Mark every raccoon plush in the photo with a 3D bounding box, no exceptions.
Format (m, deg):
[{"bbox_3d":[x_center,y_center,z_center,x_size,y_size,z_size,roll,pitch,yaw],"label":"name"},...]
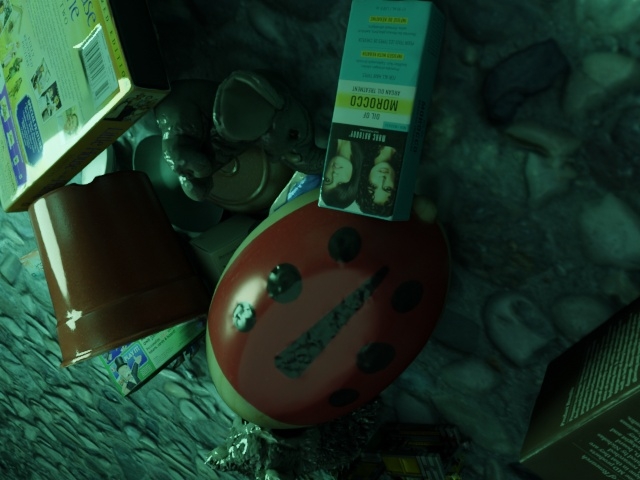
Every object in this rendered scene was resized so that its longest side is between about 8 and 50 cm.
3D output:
[{"bbox_3d":[-0.014,0.423,1.129,0.216,0.299,0.446,-7,119,37],"label":"raccoon plush"}]

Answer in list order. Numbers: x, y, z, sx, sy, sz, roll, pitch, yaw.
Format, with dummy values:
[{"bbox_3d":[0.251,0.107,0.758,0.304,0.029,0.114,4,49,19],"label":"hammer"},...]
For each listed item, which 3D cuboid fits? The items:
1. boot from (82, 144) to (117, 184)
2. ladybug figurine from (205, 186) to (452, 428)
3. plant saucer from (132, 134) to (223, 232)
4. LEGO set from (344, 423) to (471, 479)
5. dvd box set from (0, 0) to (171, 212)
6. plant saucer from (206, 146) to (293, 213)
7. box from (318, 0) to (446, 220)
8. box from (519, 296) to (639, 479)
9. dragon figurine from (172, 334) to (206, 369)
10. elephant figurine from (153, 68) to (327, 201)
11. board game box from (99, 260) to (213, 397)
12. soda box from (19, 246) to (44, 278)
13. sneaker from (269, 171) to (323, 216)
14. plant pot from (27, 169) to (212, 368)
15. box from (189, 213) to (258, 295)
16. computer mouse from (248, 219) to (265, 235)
[{"bbox_3d":[-0.405,-0.099,1.161,0.069,0.086,0.189,23,106,31],"label":"boot"},{"bbox_3d":[0.000,0.108,0.853,0.305,0.162,0.449,37,111,-3],"label":"ladybug figurine"},{"bbox_3d":[-0.241,-0.104,1.060,0.195,0.037,0.194,18,131,22],"label":"plant saucer"},{"bbox_3d":[0.167,0.477,1.064,0.192,0.331,0.254,-12,95,38],"label":"LEGO set"},{"bbox_3d":[-0.395,-0.257,0.890,0.421,0.062,0.307,-26,78,39],"label":"dvd box set"},{"bbox_3d":[-0.140,-0.126,0.942,0.199,0.036,0.198,9,120,15],"label":"plant saucer"},{"bbox_3d":[0.071,-0.151,0.712,0.101,0.060,0.244,13,98,26],"label":"box"},{"bbox_3d":[0.417,0.162,0.711,0.143,0.191,0.381,37,136,4],"label":"box"},{"bbox_3d":[-0.313,0.186,1.300,0.144,0.085,0.289,48,137,-8],"label":"dragon figurine"},{"bbox_3d":[-0.089,-0.163,0.821,0.240,0.169,0.186,-19,142,7],"label":"elephant figurine"},{"bbox_3d":[-0.356,0.153,1.225,0.317,0.046,0.213,-39,79,28],"label":"board game box"},{"bbox_3d":[-0.632,0.036,1.419,0.183,0.058,0.063,-15,114,41],"label":"soda box"},{"bbox_3d":[-0.018,-0.053,0.932,0.084,0.058,0.152,45,130,8],"label":"sneaker"},{"bbox_3d":[-0.343,0.039,1.013,0.272,0.272,0.264,-22,88,43],"label":"plant pot"},{"bbox_3d":[-0.118,0.098,1.066,0.094,0.113,0.275,23,141,52],"label":"box"},{"bbox_3d":[0.000,0.000,0.934,0.242,0.041,0.071,2,157,19],"label":"computer mouse"}]
